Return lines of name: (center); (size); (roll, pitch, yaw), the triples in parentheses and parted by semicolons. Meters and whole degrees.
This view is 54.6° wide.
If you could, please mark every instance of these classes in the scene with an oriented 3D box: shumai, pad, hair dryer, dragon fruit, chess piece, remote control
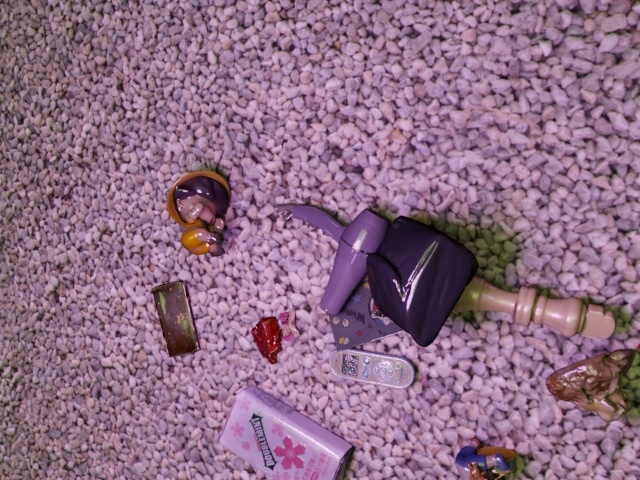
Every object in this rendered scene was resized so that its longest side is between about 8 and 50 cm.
shumai: (0.638, 0.338, 1.421); (0.209, 0.161, 0.153); (-23, 78, 4)
pad: (0.134, 0.192, 1.692); (0.245, 0.006, 0.170); (-21, 70, 20)
hair dryer: (0.000, 0.000, 1.733); (0.361, 0.121, 0.301); (35, 106, 30)
dragon fruit: (-0.142, 0.292, 1.819); (0.097, 0.063, 0.131); (-40, 73, 52)
chess piece: (0.501, 0.159, 1.501); (0.396, 0.117, 0.117); (13, 96, 21)
remote control: (0.140, 0.346, 1.693); (0.244, 0.047, 0.087); (6, 96, 23)

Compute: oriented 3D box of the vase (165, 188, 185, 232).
vase: (-0.419, -0.071, 1.921); (0.060, 0.060, 0.211); (-39, 76, 19)

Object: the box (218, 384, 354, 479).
box: (-0.097, 0.585, 1.763); (0.369, 0.112, 0.190); (25, 101, 22)

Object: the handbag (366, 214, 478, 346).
handbag: (0.208, 0.090, 1.508); (0.177, 0.302, 0.275); (31, 94, -18)

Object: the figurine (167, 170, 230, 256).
figurine: (-0.357, -0.081, 1.807); (0.167, 0.192, 0.257); (-16, 52, 19)

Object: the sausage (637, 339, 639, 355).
sausage: (0.766, 0.291, 1.431); (0.034, 0.034, 0.130); (-24, 81, 22)

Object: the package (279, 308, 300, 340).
package: (-0.091, 0.244, 1.800); (0.059, 0.029, 0.083); (-22, 72, 29)

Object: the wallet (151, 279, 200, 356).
wallet: (-0.453, 0.246, 1.955); (0.121, 0.031, 0.232); (-15, 87, 18)

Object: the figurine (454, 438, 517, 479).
figurine: (0.408, 0.643, 1.530); (0.158, 0.161, 0.276); (0, 94, -13)
